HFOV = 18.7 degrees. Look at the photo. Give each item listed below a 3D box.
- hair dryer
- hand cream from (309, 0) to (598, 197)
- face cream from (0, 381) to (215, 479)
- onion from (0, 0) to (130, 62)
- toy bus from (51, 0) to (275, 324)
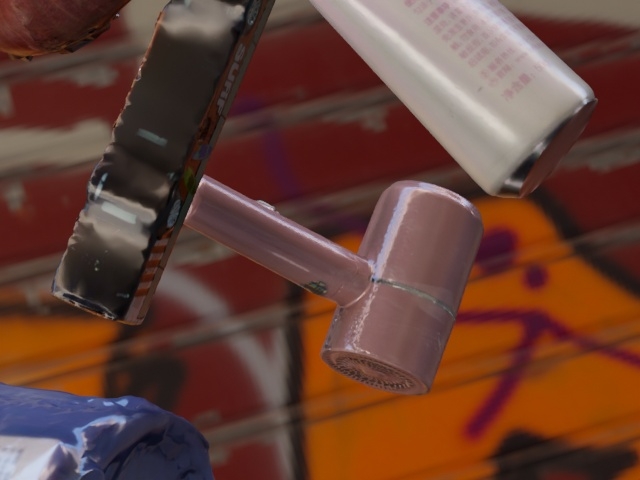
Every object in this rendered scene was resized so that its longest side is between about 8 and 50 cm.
[{"bbox_3d":[0.000,0.000,2.054,0.352,0.210,0.125,28,-19,-23],"label":"hair dryer"},{"bbox_3d":[0.068,-0.191,1.590,0.185,0.359,0.118,-32,-15,-51],"label":"hand cream"},{"bbox_3d":[-0.209,0.220,1.295,0.225,0.249,0.249,4,0,29],"label":"face cream"},{"bbox_3d":[-0.177,-0.205,1.149,0.184,0.184,0.147,-22,-37,24],"label":"onion"},{"bbox_3d":[-0.142,-0.119,1.873,0.093,0.409,0.092,21,-5,12],"label":"toy bus"}]
